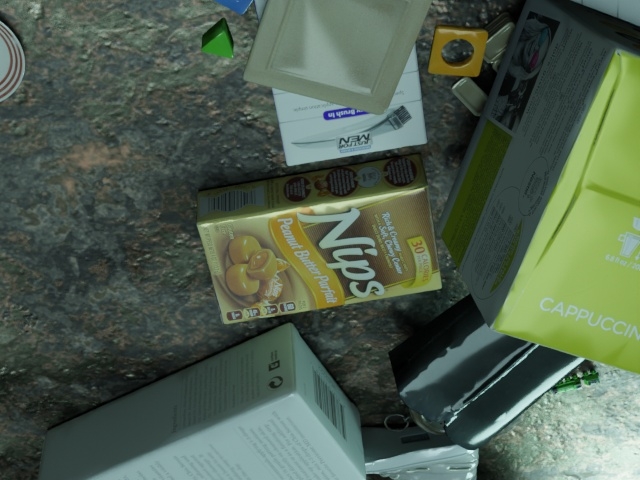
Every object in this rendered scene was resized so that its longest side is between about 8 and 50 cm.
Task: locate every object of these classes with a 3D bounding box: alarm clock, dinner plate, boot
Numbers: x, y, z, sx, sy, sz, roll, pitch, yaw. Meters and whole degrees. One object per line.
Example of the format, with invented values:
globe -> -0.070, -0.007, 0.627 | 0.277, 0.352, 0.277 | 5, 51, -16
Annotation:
alarm clock -> 0.185, 0.256, 2.011 | 0.192, 0.064, 0.129 | -28, 124, 20
dinner plate -> -0.444, -0.233, 1.625 | 0.141, 0.017, 0.141 | -2, 127, -3
boot -> 0.374, 0.165, 1.862 | 0.445, 0.146, 0.367 | -42, 107, 12
boot -> 0.129, 0.368, 2.065 | 0.258, 0.095, 0.123 | -6, 120, -1

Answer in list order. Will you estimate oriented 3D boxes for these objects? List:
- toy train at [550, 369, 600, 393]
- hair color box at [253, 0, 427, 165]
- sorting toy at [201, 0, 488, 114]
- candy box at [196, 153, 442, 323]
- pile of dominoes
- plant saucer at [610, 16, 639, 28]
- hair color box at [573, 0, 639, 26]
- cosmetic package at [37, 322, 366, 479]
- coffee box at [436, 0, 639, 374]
toy train -> 0.399, 0.225, 2.021 | 0.083, 0.023, 0.017 | -17, 126, 8
hair color box -> 0.019, -0.268, 1.573 | 0.185, 0.110, 0.339 | -9, 125, 1
sorting toy -> 0.021, -0.247, 1.496 | 0.348, 0.047, 0.196 | 13, 129, -13
candy box -> 0.000, 0.000, 1.785 | 0.316, 0.087, 0.183 | -9, 127, 3
pile of dominoes -> 0.308, -0.198, 1.676 | 0.196, 0.040, 0.251 | -39, 117, 19
plant saucer -> 0.375, -0.248, 1.667 | 0.192, 0.018, 0.067 | -38, 120, 22
hair color box -> 0.265, -0.368, 1.354 | 0.113, 0.374, 0.185 | -31, 133, -27
cosmetic package -> -0.183, 0.331, 1.977 | 0.453, 0.161, 0.230 | -24, 125, 14
coffee box -> 0.374, -0.056, 1.514 | 0.338, 0.334, 0.338 | 17, 108, -13
